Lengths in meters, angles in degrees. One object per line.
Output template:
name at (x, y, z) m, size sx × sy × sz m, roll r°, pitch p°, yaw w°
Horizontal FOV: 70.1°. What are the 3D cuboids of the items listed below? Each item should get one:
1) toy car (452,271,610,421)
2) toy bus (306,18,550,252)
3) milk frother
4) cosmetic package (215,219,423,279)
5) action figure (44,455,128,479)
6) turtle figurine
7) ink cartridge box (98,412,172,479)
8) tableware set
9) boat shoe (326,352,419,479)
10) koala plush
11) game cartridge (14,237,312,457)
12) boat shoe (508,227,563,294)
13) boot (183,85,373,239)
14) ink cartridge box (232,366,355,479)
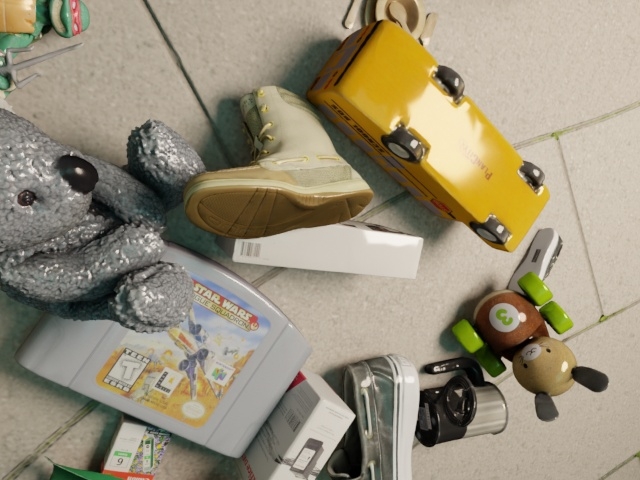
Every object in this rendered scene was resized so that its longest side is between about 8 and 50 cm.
toy car at (0.316, 0.169, 0.670) m, size 0.155 × 0.188 × 0.149 m, roll -39°, pitch 115°, yaw 12°
toy bus at (0.148, -0.119, 0.591) m, size 0.332 × 0.130 × 0.108 m, roll 36°, pitch 84°, yaw -25°
milk frother at (0.229, 0.255, 0.699) m, size 0.134 × 0.143 × 0.129 m, roll -1°, pitch 94°, yaw -21°
cosmetic package at (0.000, 0.000, 0.571) m, size 0.239 × 0.099 × 0.060 m, roll 7°, pitch 96°, yaw -25°
action figure at (-0.202, 0.323, 0.523) m, size 0.232 × 0.063 × 0.137 m, roll 8°, pitch 117°, yaw -3°
turtle figurine at (-0.292, -0.207, 0.388) m, size 0.234 × 0.118 × 0.175 m, roll -6°, pitch 99°, yaw -28°
ink cartridge box at (-0.234, 0.274, 0.564) m, size 0.063 × 0.029 × 0.115 m, roll 22°, pitch 91°, yaw -25°
tableware set at (0.119, -0.338, 0.582) m, size 0.128 × 0.039 × 0.194 m, roll 18°, pitch 94°, yaw -26°
boat shoe at (0.064, 0.332, 0.672) m, size 0.119 × 0.121 × 0.335 m, roll 3°, pitch 89°, yaw -16°
koala plush at (-0.235, -0.028, 0.370) m, size 0.203 × 0.221 × 0.196 m, roll -5°, pitch 72°, yaw 12°
game cartridge at (-0.161, 0.122, 0.548) m, size 0.297 × 0.062 × 0.198 m, roll 36°, pitch 90°, yaw -24°
boat shoe at (0.367, 0.047, 0.768) m, size 0.040 × 0.049 × 0.142 m, roll 31°, pitch 86°, yaw -26°
boot at (-0.061, -0.091, 0.483) m, size 0.213 × 0.077 × 0.165 m, roll -8°, pitch 60°, yaw -38°
ink cartridge box at (-0.040, 0.256, 0.600) m, size 0.063 × 0.109 × 0.150 m, roll 36°, pitch 86°, yaw -27°
